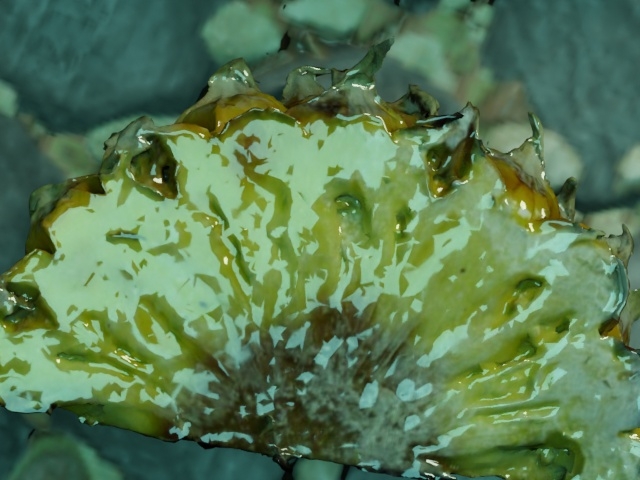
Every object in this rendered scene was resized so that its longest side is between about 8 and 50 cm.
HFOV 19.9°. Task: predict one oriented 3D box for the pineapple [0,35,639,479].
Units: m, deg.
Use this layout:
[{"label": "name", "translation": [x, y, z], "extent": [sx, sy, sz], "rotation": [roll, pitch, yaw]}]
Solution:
[{"label": "pineapple", "translation": [0.000, 0.000, 0.578], "extent": [0.233, 0.079, 0.135], "rotation": [6, 98, -4]}]
